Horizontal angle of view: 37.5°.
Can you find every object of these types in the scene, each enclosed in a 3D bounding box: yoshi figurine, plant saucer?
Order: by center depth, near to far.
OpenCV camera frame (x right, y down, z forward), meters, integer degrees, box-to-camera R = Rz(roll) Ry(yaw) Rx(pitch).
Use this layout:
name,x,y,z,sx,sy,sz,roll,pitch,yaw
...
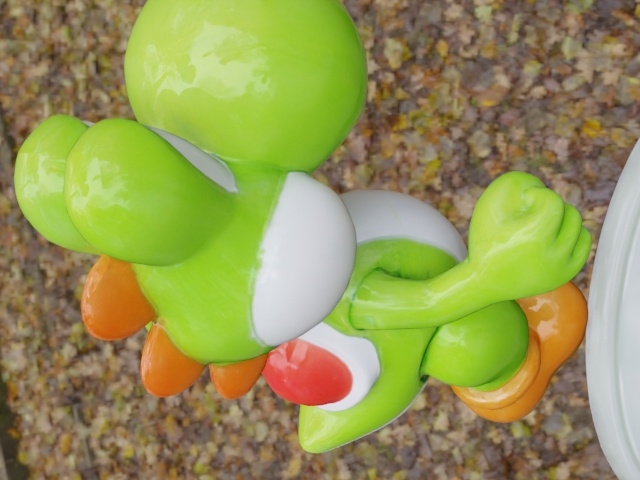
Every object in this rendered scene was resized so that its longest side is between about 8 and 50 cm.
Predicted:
name,x,y,z,sx,sy,sz,roll,pitch,yaw
yoshi figurine,0.017,-0.022,0.500,0.204,0.362,0.203,-30,59,24
plant saucer,0.383,0.049,0.822,0.101,0.400,0.400,11,102,48
